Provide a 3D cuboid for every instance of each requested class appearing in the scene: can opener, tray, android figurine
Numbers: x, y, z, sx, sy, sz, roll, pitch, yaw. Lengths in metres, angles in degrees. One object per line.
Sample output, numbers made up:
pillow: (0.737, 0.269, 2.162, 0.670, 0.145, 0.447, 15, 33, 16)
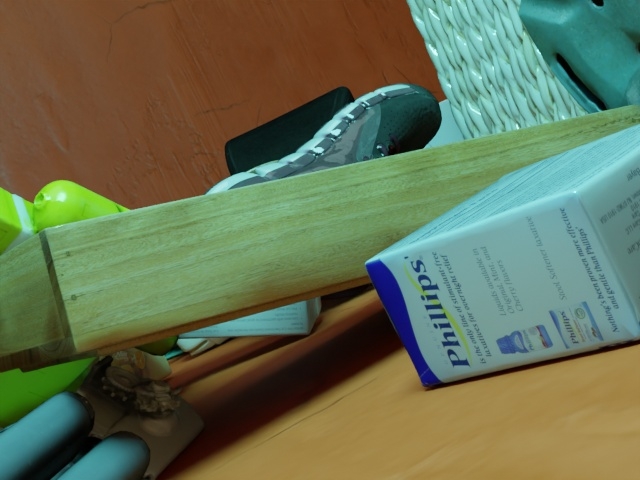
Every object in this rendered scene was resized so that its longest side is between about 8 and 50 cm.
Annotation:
can opener: (-0.136, 0.131, 0.661, 0.093, 0.074, 0.280, -59, -5, 11)
tray: (0.000, 0.000, 0.799, 0.411, 0.076, 0.203, -13, -3, -28)
android figurine: (-0.234, 0.053, 0.876, 0.248, 0.056, 0.273, -44, -43, 14)

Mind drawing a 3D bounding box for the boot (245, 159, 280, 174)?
boot: (-0.108, 0.001, 1.436, 0.283, 0.109, 0.220, -52, 7, 12)

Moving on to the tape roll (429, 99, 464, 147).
tape roll: (0.215, -0.139, 1.499, 0.286, 0.100, 0.286, -24, 0, 0)

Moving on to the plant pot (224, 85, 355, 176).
plant pot: (-0.011, -0.063, 1.568, 0.187, 0.188, 0.167, -25, 16, 11)

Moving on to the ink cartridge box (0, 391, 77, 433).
ink cartridge box: (-0.225, 0.160, 0.870, 0.207, 0.046, 0.097, -27, 2, -7)

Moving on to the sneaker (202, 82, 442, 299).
sneaker: (0.036, -0.028, 1.108, 0.281, 0.106, 0.162, -33, 49, -20)

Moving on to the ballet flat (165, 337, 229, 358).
ballet flat: (-0.131, 0.081, 1.208, 0.247, 0.083, 0.087, -21, 30, 48)

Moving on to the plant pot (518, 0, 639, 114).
plant pot: (0.322, -0.238, 0.830, 0.334, 0.341, 0.341, -34, 6, -14)

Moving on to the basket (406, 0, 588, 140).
basket: (0.268, -0.261, 1.135, 0.328, 0.331, 0.266, -26, 5, -25)

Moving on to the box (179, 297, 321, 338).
box: (-0.164, 0.044, 1.009, 0.324, 0.067, 0.063, -4, 18, 11)

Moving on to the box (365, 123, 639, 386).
box: (0.116, 0.003, 0.589, 0.126, 0.072, 0.137, -30, 6, -41)

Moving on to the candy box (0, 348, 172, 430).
candy box: (-0.310, 0.157, 1.136, 0.316, 0.087, 0.183, -21, 6, 40)

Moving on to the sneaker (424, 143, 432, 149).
sneaker: (0.034, -0.019, 1.239, 0.240, 0.126, 0.091, -22, -33, -19)
